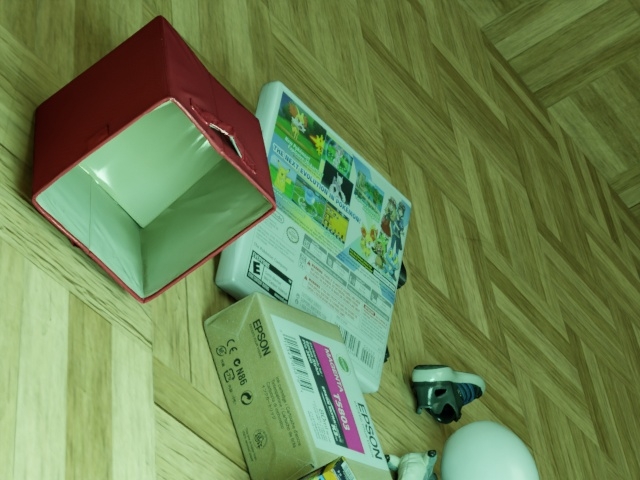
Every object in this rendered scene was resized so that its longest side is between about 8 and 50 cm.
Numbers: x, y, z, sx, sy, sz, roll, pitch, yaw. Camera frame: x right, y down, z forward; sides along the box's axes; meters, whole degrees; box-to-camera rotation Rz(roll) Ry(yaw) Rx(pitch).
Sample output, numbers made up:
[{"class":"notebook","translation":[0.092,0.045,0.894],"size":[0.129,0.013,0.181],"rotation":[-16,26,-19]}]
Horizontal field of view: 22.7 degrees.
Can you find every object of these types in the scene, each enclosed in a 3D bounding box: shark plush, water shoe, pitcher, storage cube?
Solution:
[{"class":"shark plush","translation":[0.123,0.318,2.128],"size":[0.161,0.073,0.067],"rotation":[61,23,-79]},{"class":"water shoe","translation":[0.183,0.232,2.349],"size":[0.203,0.073,0.080],"rotation":[22,69,-60]},{"class":"pitcher","translation":[0.213,0.352,2.107],"size":[0.125,0.178,0.207],"rotation":[81,-10,-50]},{"class":"storage cube","translation":[-0.183,-0.088,1.710],"size":[0.183,0.215,0.193],"rotation":[46,18,-31]}]

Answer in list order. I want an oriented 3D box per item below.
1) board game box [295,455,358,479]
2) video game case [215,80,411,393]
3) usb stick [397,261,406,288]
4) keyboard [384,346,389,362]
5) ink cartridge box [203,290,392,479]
[{"class":"board game box","translation":[0.004,0.330,1.657],"size":[0.170,0.141,0.048],"rotation":[59,19,-2]},{"class":"video game case","translation":[0.000,0.000,2.099],"size":[0.329,0.036,0.299],"rotation":[40,51,-42]},{"class":"usb stick","translation":[0.064,0.008,2.322],"size":[0.278,0.045,0.077],"rotation":[39,29,-64]},{"class":"keyboard","translation":[-0.012,0.034,2.190],"size":[0.317,0.033,0.201],"rotation":[40,29,-44]},{"class":"ink cartridge box","translation":[-0.023,0.195,1.859],"size":[0.193,0.088,0.234],"rotation":[25,38,-55]}]
